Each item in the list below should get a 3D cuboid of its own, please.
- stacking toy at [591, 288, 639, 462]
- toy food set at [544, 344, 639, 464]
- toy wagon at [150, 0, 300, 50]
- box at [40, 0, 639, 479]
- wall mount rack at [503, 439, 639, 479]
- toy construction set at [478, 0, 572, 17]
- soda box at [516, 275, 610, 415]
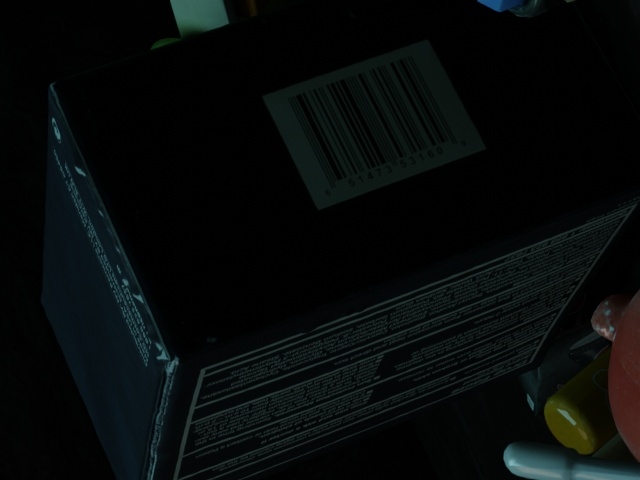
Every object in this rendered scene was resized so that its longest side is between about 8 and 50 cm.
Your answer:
[{"bbox_3d":[0.180,0.144,0.632,0.309,0.130,0.280,-138,54,-73],"label":"stacking toy"},{"bbox_3d":[0.235,0.159,1.133,0.232,0.104,0.111,46,155,15],"label":"toy food set"},{"bbox_3d":[-0.037,-0.244,1.155,0.068,0.267,0.344,16,151,17],"label":"toy wagon"},{"bbox_3d":[0.000,0.000,1.171,0.183,0.296,0.294,64,162,20],"label":"box"},{"bbox_3d":[0.228,0.227,0.927,0.304,0.130,0.350,46,154,54],"label":"wall mount rack"},{"bbox_3d":[0.059,-0.215,0.803,0.328,0.151,0.215,-115,15,-46],"label":"toy construction set"},{"bbox_3d":[0.167,0.066,1.398,0.169,0.060,0.053,77,170,-68],"label":"soda box"}]
